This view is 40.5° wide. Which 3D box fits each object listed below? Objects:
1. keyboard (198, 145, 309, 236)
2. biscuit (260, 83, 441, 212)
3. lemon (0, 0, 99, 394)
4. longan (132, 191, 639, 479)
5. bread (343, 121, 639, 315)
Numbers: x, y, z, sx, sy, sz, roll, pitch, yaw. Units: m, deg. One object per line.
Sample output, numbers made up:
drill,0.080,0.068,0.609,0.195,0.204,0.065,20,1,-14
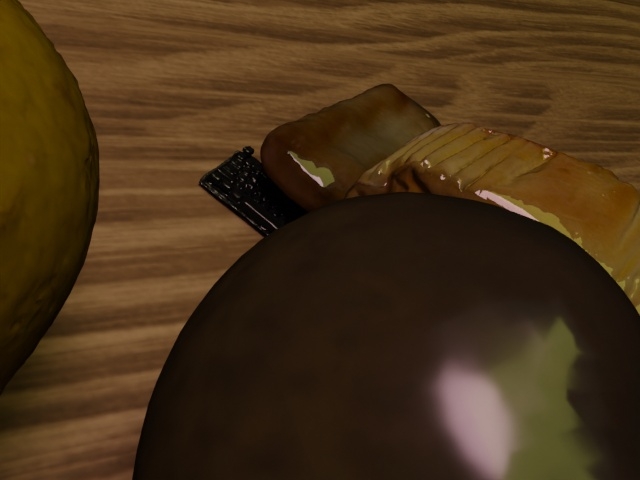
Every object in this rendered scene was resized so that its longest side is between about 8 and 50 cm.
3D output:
keyboard,0.000,0.000,0.760,0.231,0.023,0.072,39,39,8
biscuit,0.089,-0.047,0.820,0.237,0.062,0.290,39,29,8
lemon,-0.239,-0.019,0.419,0.260,0.260,0.284,34,22,3
longan,0.053,0.142,0.424,0.288,0.288,0.350,4,53,-33
bread,0.132,0.028,0.586,0.250,0.179,0.133,29,34,22
